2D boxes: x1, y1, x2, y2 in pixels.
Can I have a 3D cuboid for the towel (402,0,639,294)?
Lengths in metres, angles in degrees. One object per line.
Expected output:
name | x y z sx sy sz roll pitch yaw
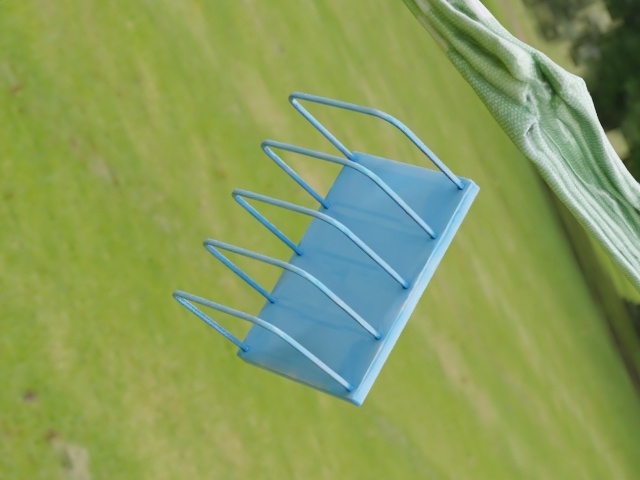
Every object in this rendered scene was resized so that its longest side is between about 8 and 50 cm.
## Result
towel | 0.060 -0.105 0.786 0.248 0.038 0.325 43 11 -52

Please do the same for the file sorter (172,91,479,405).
file sorter | 0.000 0.000 1.201 0.104 0.118 0.170 42 72 -43
